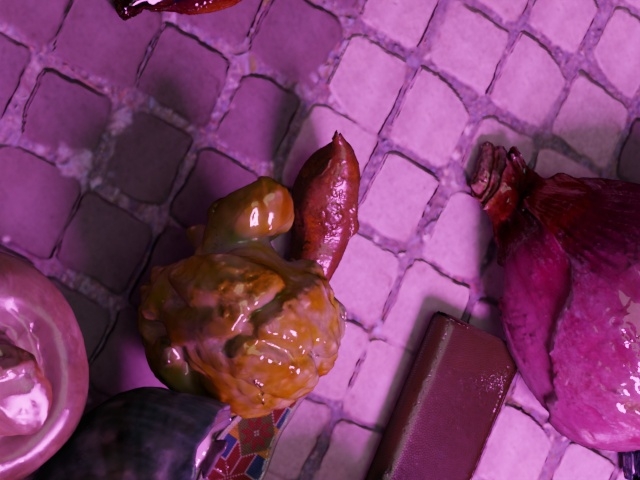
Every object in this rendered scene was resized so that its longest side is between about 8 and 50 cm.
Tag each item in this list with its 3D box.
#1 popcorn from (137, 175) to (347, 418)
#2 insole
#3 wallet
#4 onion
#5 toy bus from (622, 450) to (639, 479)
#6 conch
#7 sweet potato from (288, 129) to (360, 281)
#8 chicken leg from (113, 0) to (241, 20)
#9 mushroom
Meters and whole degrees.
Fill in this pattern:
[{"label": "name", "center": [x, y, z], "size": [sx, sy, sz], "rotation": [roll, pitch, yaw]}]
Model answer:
[{"label": "popcorn", "center": [-0.064, 0.051, 1.677], "size": [0.198, 0.198, 0.212], "rotation": [3, 87, -27]}, {"label": "insole", "center": [-0.060, 0.180, 1.790], "size": [0.065, 0.006, 0.193], "rotation": [38, 79, -25]}, {"label": "wallet", "center": [0.118, 0.178, 1.866], "size": [0.110, 0.031, 0.198], "rotation": [25, 85, -27]}, {"label": "onion", "center": [0.294, 0.040, 1.856], "size": [0.348, 0.159, 0.267], "rotation": [45, 64, -21]}, {"label": "toy bus", "center": [0.397, 0.220, 1.991], "size": [0.166, 0.065, 0.047], "rotation": [-9, 100, -27]}, {"label": "conch", "center": [-0.177, 0.257, 1.621], "size": [0.195, 0.220, 0.277], "rotation": [50, 52, -3]}, {"label": "sweet potato", "center": [0.000, -0.004, 1.774], "size": [0.068, 0.068, 0.226], "rotation": [-1, 112, -27]}, {"label": "chicken leg", "center": [-0.090, -0.252, 1.705], "size": [0.093, 0.053, 0.205], "rotation": [41, 69, -1]}, {"label": "mushroom", "center": [-0.281, 0.110, 1.564], "size": [0.204, 0.204, 0.204], "rotation": [-3, 97, -26]}]
